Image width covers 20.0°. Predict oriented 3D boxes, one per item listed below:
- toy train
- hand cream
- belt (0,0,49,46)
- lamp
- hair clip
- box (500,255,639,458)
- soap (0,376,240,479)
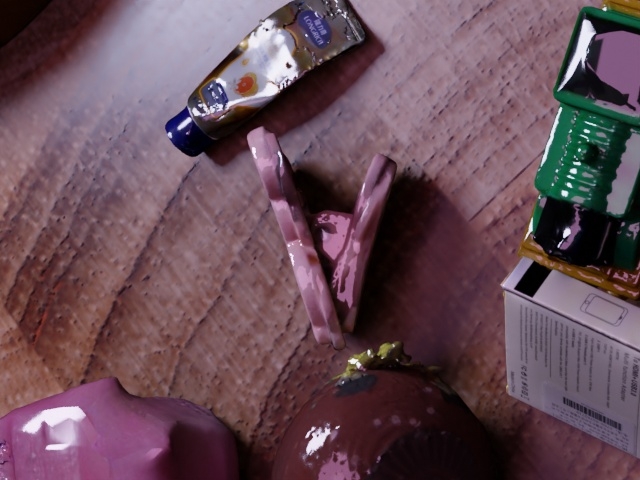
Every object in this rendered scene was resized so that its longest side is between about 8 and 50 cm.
[{"bbox_3d":[0.187,-0.063,1.142,0.091,0.136,0.228,22,95,25],"label":"toy train"},{"bbox_3d":[-0.043,-0.120,1.313,0.163,0.039,0.062,-38,57,18],"label":"hand cream"},{"bbox_3d":[-0.321,-0.249,1.406,0.338,0.122,0.217,-37,74,20],"label":"belt"},{"bbox_3d":[0.038,0.160,1.212,0.157,0.156,0.135,-47,23,-16],"label":"lamp"},{"bbox_3d":[-0.011,-0.002,1.255,0.102,0.123,0.138,14,90,6],"label":"hair clip"},{"bbox_3d":[0.226,0.104,1.128,0.247,0.129,0.033,26,59,23],"label":"box"},{"bbox_3d":[-0.165,0.265,1.306,0.220,0.127,0.325,-9,83,25],"label":"soap"}]
